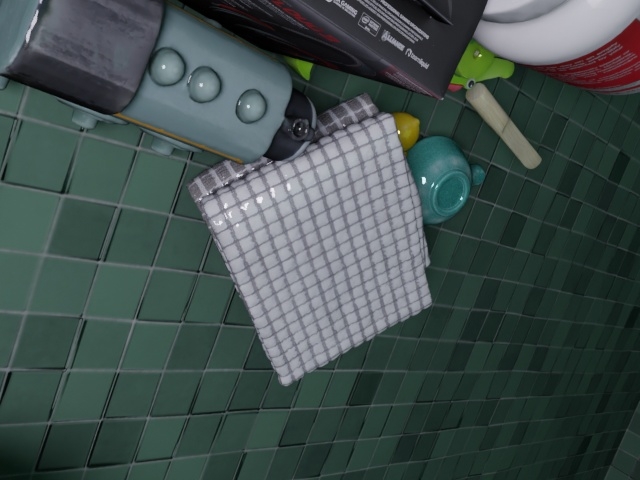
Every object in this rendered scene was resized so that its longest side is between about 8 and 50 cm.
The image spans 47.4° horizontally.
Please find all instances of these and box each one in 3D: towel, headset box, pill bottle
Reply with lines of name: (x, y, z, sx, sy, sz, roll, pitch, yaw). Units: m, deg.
towel: (0.000, 0.000, 0.851, 0.235, 0.121, 0.284, -28, 129, -11)
headset box: (-0.016, -0.229, 0.621, 0.218, 0.293, 0.110, 18, 97, -49)
pill bottle: (0.282, -0.295, 0.798, 0.407, 0.229, 0.229, -4, 114, -52)

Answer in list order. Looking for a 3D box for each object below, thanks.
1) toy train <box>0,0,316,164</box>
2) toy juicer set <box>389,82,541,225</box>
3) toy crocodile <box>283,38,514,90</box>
toy train: (-0.150, -0.147, 0.608, 0.334, 0.190, 0.142, 19, 97, -48)
toy juicer set: (0.145, -0.107, 1.001, 0.329, 0.089, 0.209, -36, 127, -12)
toy crocodile: (0.108, -0.229, 0.879, 0.340, 0.115, 0.105, -3, 120, -42)
